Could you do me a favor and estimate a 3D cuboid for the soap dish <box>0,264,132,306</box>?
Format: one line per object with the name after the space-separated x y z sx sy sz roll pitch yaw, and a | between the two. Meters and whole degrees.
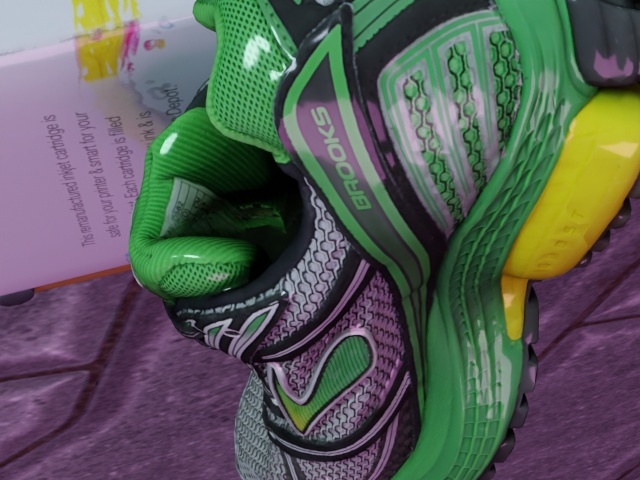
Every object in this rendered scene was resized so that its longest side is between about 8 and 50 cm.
-0.083 -0.073 0.879 0.291 0.118 0.229 -13 158 -5 | soap dish

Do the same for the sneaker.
0.000 0.000 0.599 0.146 0.134 0.343 -5 147 -12 | sneaker

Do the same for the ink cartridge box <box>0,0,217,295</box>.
-0.072 -0.119 0.666 0.270 0.197 0.198 -15 158 -7 | ink cartridge box
